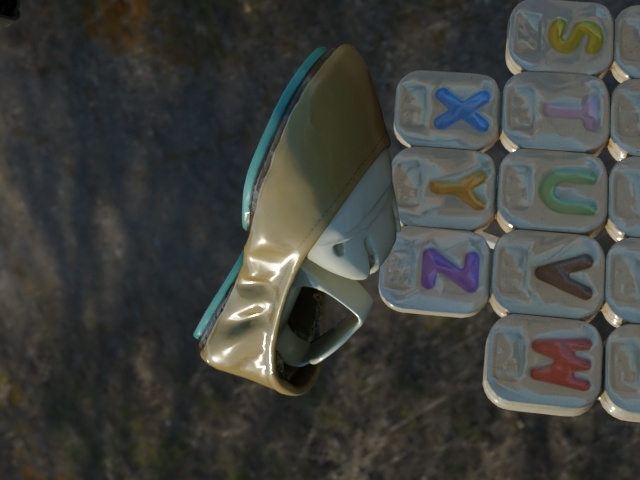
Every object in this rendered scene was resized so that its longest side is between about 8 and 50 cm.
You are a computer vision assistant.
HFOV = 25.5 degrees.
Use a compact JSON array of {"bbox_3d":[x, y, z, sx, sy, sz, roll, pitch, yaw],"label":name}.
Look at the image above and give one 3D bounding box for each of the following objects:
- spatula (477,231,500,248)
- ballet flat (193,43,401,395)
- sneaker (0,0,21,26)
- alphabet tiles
[{"bbox_3d":[0.086,0.000,1.111,0.168,0.242,0.019,145,142,-68],"label":"spatula"},{"bbox_3d":[0.000,0.000,0.647,0.073,0.080,0.232,34,147,6],"label":"ballet flat"},{"bbox_3d":[-0.324,-0.149,1.173,0.147,0.104,0.295,-5,87,20],"label":"sneaker"},{"bbox_3d":[0.181,-0.026,0.894,0.021,0.278,0.284,87,-171,-67],"label":"alphabet tiles"}]
